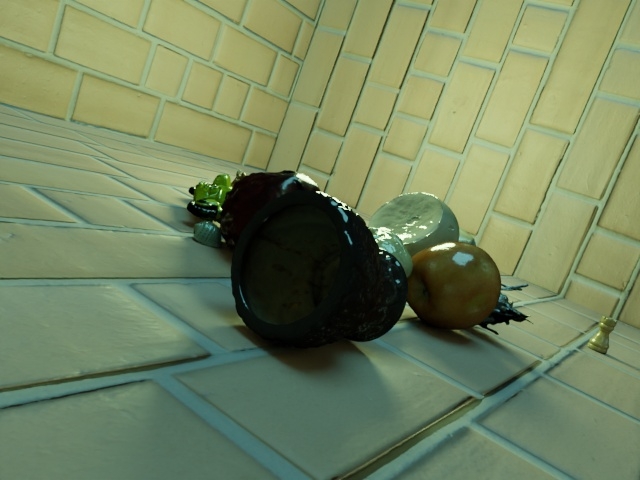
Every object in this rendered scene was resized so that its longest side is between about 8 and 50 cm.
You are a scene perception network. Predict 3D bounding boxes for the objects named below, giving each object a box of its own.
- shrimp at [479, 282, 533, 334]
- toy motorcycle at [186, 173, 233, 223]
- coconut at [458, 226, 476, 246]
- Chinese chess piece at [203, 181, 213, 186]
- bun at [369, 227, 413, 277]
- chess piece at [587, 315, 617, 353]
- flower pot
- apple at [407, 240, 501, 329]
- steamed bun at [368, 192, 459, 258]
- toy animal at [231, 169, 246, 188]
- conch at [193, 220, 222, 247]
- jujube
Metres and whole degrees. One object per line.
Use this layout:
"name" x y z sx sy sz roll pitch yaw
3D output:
"shrimp" 0.424 0.163 1.663 0.411 0.166 0.221 2 -49 41
"toy motorcycle" -0.302 -0.116 1.780 0.206 0.142 0.342 19 11 -17
"coconut" 0.491 0.050 2.217 0.241 0.241 0.241 20 9 -3
"Chinese chess piece" -0.347 -0.144 2.050 0.189 0.083 0.188 17 8 -2
"bun" 0.103 0.048 1.443 0.244 0.153 0.244 -18 7 2
"chess piece" 0.982 0.325 2.015 0.066 0.122 0.066 20 9 -3
"flower pot" 0.018 0.071 1.051 0.267 0.266 0.267 27 2 39
"apple" 0.326 0.114 1.490 0.254 0.253 0.253 20 9 -3
"steamed bun" 0.331 -0.011 2.062 0.324 0.324 0.206 30 -24 48
"toy animal" -0.301 -0.190 2.318 0.158 0.097 0.312 -32 30 -25
"conch" -0.288 -0.018 1.503 0.086 0.056 0.076 18 22 -11
"jujube" -0.128 -0.061 1.486 0.259 0.258 0.377 14 5 -35
